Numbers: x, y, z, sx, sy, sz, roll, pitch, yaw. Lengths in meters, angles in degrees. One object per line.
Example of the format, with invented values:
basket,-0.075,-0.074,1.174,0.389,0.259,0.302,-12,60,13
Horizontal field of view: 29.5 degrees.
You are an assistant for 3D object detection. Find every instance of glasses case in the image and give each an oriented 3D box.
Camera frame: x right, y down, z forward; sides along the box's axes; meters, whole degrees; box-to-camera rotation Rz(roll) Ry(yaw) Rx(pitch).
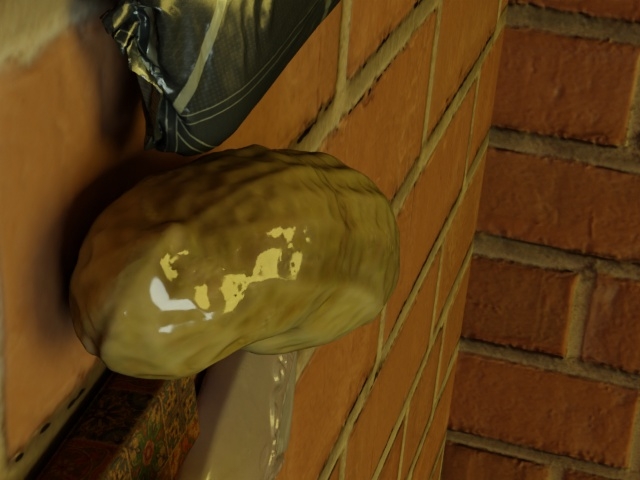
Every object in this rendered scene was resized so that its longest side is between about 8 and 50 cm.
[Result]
glasses case,-0.136,0.152,0.720,0.218,0.049,0.075,-60,152,-54

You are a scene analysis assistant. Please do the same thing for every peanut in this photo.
peanut,-0.043,0.012,0.763,0.305,0.147,0.147,-2,103,-69

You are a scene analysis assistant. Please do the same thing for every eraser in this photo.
eraser,-0.064,0.162,1.006,0.243,0.059,0.204,-56,154,-69

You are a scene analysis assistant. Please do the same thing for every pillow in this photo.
pillow,-0.024,-0.195,0.742,0.335,0.093,0.161,-55,159,-33
